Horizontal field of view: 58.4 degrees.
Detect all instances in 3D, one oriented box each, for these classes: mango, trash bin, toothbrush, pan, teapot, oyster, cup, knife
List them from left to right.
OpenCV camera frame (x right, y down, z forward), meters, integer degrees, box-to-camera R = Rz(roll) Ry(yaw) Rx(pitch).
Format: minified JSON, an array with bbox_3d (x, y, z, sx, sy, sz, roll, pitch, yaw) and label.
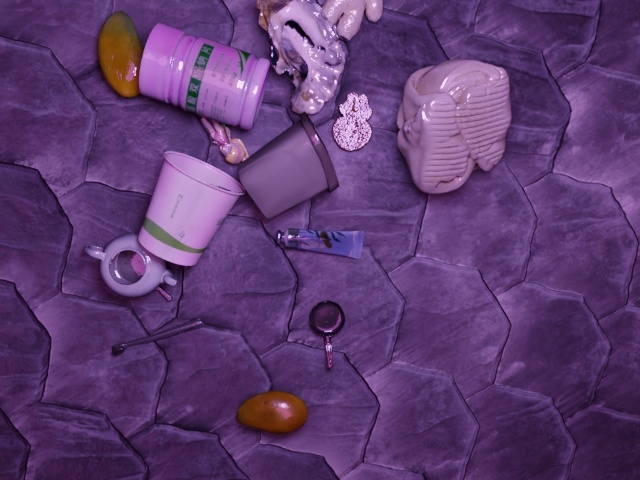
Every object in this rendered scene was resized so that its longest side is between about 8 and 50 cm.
[{"bbox_3d":[-0.571,-0.529,1.644,0.137,0.091,0.238,-22,92,-2],"label":"mango"},{"bbox_3d":[-0.556,0.074,1.689,0.294,0.129,0.193,21,89,-5],"label":"teapot"},{"bbox_3d":[-0.522,0.130,1.763,0.170,0.010,0.023,44,86,-6],"label":"knife"},{"bbox_3d":[-0.503,0.298,1.776,0.297,0.031,0.030,-18,123,-3],"label":"toothbrush"},{"bbox_3d":[-0.380,-0.087,1.643,0.253,0.253,0.274,26,103,-7],"label":"cup"},{"bbox_3d":[-0.152,0.539,1.798,0.227,0.099,0.136,-1,100,5],"label":"mango"},{"bbox_3d":[-0.091,-0.206,1.650,0.250,0.220,0.219,-31,112,7],"label":"trash bin"},{"bbox_3d":[-0.063,-0.550,1.650,0.238,0.114,0.351,-47,113,-17],"label":"oyster"},{"bbox_3d":[0.025,0.294,1.804,0.114,0.040,0.212,-4,90,-4],"label":"pan"}]

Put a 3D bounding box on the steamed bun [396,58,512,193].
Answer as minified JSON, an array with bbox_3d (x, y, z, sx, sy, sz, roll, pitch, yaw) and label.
[{"bbox_3d":[0.363,-0.349,1.649,0.342,0.255,0.368,-16,127,-19],"label":"steamed bun"}]

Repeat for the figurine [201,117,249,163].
[{"bbox_3d":[-0.281,-0.303,1.707,0.083,0.083,0.187,-39,85,1],"label":"figurine"}]

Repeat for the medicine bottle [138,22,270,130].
[{"bbox_3d":[-0.319,-0.456,1.608,0.325,0.212,0.212,18,95,-7],"label":"medicine bottle"}]

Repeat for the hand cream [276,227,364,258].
[{"bbox_3d":[0.000,0.000,1.765,0.271,0.058,0.091,6,100,-10],"label":"hand cream"}]

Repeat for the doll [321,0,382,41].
[{"bbox_3d":[0.100,-0.731,1.663,0.175,0.149,0.278,17,114,-47],"label":"doll"}]

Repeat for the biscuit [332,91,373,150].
[{"bbox_3d":[0.102,-0.358,1.740,0.124,0.026,0.175,11,96,-6],"label":"biscuit"}]
